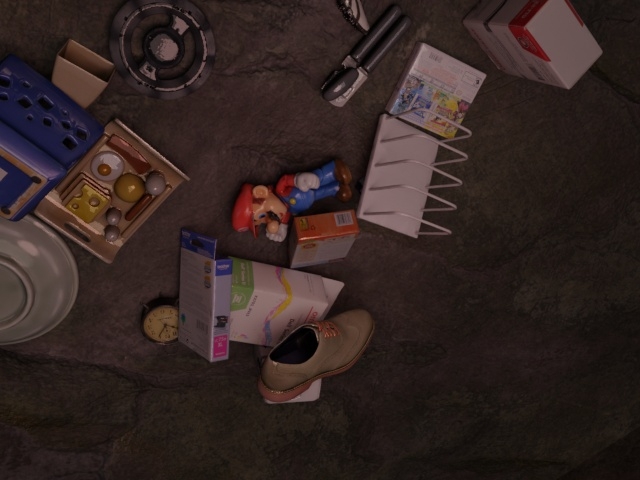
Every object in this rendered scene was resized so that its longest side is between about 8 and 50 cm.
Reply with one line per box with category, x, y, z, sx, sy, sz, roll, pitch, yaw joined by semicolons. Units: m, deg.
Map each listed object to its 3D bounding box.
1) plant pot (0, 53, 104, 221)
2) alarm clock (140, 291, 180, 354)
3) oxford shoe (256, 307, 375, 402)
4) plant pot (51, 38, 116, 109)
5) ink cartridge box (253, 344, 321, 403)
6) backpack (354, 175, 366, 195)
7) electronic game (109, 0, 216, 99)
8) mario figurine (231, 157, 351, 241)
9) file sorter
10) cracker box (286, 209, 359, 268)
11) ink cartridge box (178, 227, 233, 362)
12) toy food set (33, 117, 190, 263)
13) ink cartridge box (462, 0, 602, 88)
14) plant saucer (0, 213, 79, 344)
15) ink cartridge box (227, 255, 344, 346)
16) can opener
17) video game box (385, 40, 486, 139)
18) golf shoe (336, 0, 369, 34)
plant pot;-0.633;-0.193;1.159;0.236;0.212;0.236;-32;123;29
alarm clock;-0.425;0.237;1.555;0.129;0.064;0.192;-8;115;-11
oxford shoe;0.011;0.271;1.477;0.397;0.140;0.147;-30;145;-38
plant pot;-0.520;-0.350;1.217;0.109;0.109;0.096;27;119;-25
ink cartridge box;-0.099;0.359;1.617;0.158;0.218;0.092;0;116;-16
backpack;0.169;-0.137;1.518;0.114;0.084;0.105;-35;122;1
electronic game;-0.348;-0.428;1.251;0.229;0.048;0.229;-6;116;-13
mario figurine;-0.069;-0.083;1.432;0.320;0.170;0.198;-21;117;-7
file sorter;0.242;-0.165;1.403;0.192;0.173;0.278;18;81;-29
cracker box;0.000;0.000;1.474;0.155;0.067;0.232;-8;161;-12
ink cartridge box;-0.296;0.133;1.440;0.065;0.185;0.311;-6;103;-39
toy food set;-0.494;-0.111;1.345;0.306;0.092;0.219;-45;119;8
ink cartridge box;0.488;-0.481;1.326;0.197;0.273;0.114;38;98;-28
plant saucer;-0.806;0.109;1.369;0.400;0.100;0.401;-7;118;-13
ink cartridge box;-0.117;0.187;1.562;0.353;0.119;0.207;13;125;-21
can opener;0.112;-0.436;1.354;0.074;0.093;0.280;38;97;-27
video game box;0.296;-0.381;1.451;0.205;0.048;0.187;18;108;-22
golf shoe;0.073;-0.566;1.281;0.094;0.077;0.198;-37;121;4
